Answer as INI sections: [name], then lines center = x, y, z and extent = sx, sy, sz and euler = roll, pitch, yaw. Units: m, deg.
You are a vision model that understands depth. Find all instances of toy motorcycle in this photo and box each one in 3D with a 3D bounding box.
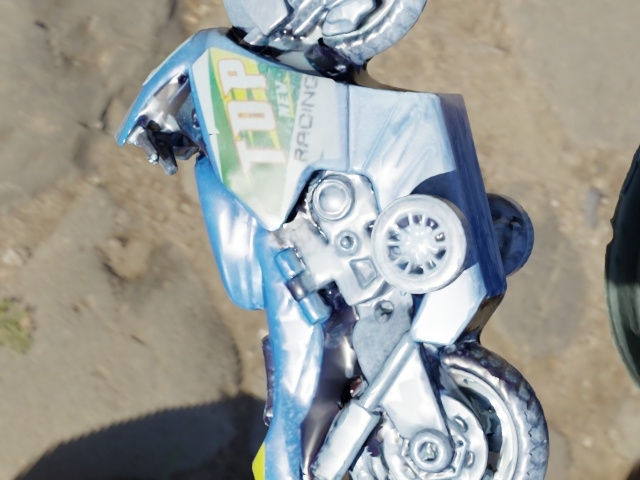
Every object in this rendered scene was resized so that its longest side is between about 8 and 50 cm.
[toy motorcycle]
center = 0.000, 0.000, 0.674
extent = 0.092, 0.135, 0.254
euler = -11, 87, -69

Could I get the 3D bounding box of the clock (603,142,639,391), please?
[clock]
center = 0.228, -0.010, 0.834
extent = 0.049, 0.226, 0.226
euler = 25, 91, -35
